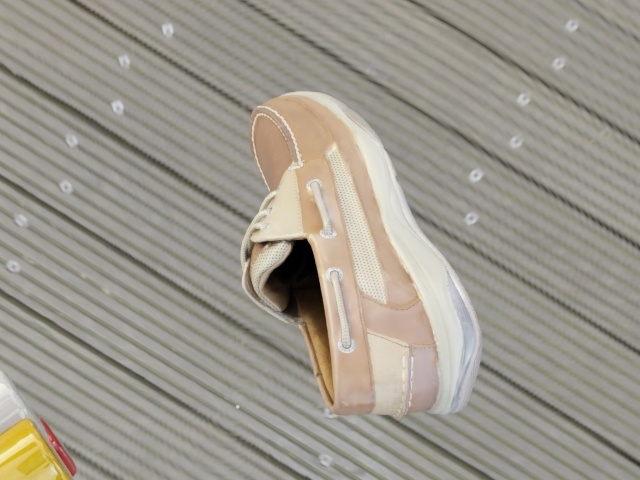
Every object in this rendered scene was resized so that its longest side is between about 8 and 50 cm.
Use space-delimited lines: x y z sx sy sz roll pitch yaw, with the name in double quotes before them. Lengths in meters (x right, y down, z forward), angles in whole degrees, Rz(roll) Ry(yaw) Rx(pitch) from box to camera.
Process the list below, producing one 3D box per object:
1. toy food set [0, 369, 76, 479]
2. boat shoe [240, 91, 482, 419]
"toy food set" -0.147 0.150 0.593 0.104 0.232 0.111 -34 62 -12
"boat shoe" 0.000 0.000 0.929 0.116 0.123 0.324 -12 41 -18
